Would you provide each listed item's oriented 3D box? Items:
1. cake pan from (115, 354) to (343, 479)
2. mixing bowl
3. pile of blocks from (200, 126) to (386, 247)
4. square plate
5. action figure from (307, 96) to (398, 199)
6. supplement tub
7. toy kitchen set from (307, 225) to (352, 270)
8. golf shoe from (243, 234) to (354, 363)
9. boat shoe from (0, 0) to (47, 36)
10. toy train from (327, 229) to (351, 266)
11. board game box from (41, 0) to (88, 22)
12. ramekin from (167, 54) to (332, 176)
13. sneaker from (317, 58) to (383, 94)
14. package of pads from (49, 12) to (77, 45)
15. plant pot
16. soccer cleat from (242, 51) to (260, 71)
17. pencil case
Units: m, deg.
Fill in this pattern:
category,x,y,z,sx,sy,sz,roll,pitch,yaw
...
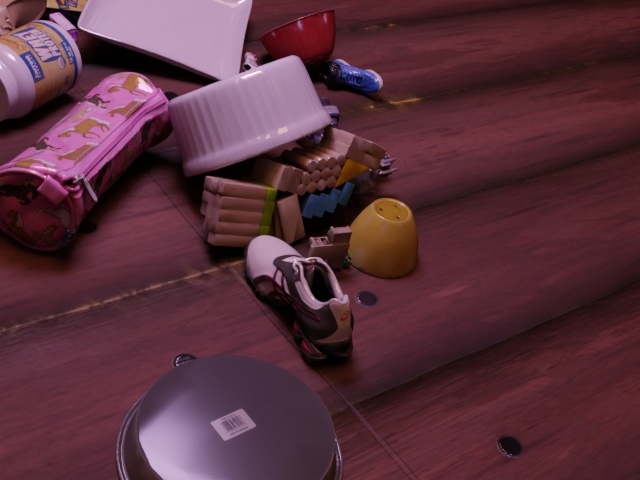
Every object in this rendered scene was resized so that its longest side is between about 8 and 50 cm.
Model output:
category,x,y,z,sx,sy,sz,roll,pitch,yaw
cake pan,-0.110,0.254,1.141,0.293,0.054,0.293,9,37,-6
mixing bowl,-0.037,-0.435,1.987,0.181,0.098,0.181,-21,7,3
pile of blocks,-0.058,-0.091,1.541,0.362,0.149,0.112,-23,31,-28
square plate,-0.332,-0.493,1.972,0.344,0.049,0.347,18,45,-15
action figure,0.033,-0.173,1.710,0.185,0.099,0.285,-1,43,-30
supplement tub,-0.554,-0.311,1.650,0.144,0.144,0.200,24,38,13
toy kitchen set,0.000,0.000,1.478,0.068,0.083,0.075,-6,41,-25
golf shoe,-0.026,0.060,1.367,0.105,0.120,0.273,-14,44,-30
boat shoe,-0.642,-0.387,1.728,0.110,0.122,0.341,28,55,18
toy train,0.031,0.013,1.522,0.017,0.024,0.083,-9,43,-21
board game box,-0.559,-0.560,1.970,0.243,0.042,0.165,0,66,-32
ramekin,-0.131,-0.221,1.561,0.277,0.135,0.277,-20,10,4
sneaker,0.060,-0.358,1.980,0.152,0.058,0.084,33,35,30
package of pads,-0.548,-0.445,1.904,0.032,0.050,0.083,-19,48,-36
plant pot,0.111,-0.015,1.525,0.134,0.095,0.134,9,37,-7
soccer cleat,-0.158,-0.391,1.980,0.035,0.029,0.083,-3,44,-28
pencil case,-0.385,-0.142,1.478,0.167,0.160,0.386,18,36,6
